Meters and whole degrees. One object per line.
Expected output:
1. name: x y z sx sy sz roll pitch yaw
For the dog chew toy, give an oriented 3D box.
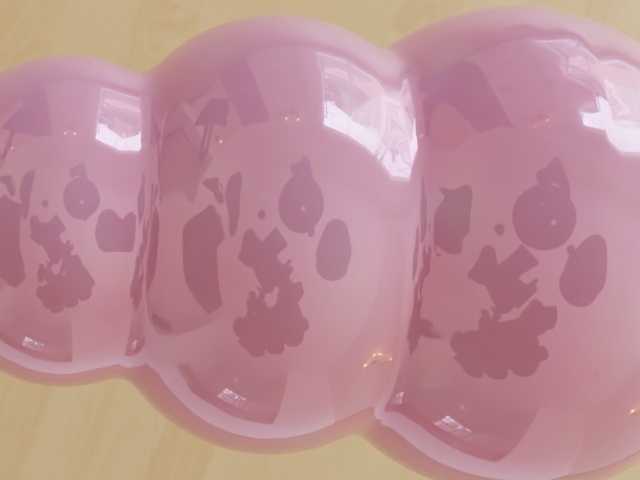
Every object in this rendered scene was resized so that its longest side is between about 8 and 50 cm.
1. dog chew toy: 0.000 0.000 0.536 0.332 0.206 0.206 3 103 -13
